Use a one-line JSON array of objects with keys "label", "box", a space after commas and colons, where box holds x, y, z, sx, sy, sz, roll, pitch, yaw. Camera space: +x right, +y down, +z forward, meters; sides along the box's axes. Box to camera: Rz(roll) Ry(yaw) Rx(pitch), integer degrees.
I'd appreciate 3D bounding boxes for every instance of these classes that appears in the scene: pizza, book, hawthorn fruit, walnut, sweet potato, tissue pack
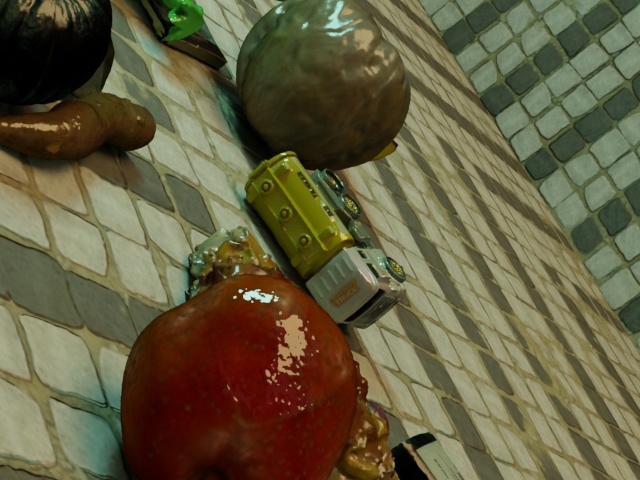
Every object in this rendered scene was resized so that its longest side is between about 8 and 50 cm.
[{"label": "pizza", "box": [-0.033, 0.129, 1.347, 0.278, 0.114, 0.408, 42, 11, -51]}, {"label": "book", "box": [-0.225, -0.349, 1.970, 0.231, 0.026, 0.157, 58, 19, 21]}, {"label": "hawthorn fruit", "box": [-0.068, 0.144, 1.101, 0.196, 0.197, 0.225, 46, 28, -18]}, {"label": "walnut", "box": [-0.002, -0.214, 1.931, 0.248, 0.248, 0.248, 46, 18, -19]}, {"label": "sweet potato", "box": [-0.239, -0.113, 1.391, 0.067, 0.059, 0.281, 44, 15, 6]}, {"label": "tissue pack", "box": [0.119, 0.289, 1.445, 0.170, 0.090, 0.103, 54, 17, 14]}]

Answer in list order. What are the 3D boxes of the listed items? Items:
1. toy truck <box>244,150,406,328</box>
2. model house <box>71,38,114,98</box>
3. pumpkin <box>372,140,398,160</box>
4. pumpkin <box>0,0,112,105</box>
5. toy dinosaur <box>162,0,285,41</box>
[{"label": "toy truck", "box": [0.000, 0.000, 1.721, 0.227, 0.098, 0.114, 55, 21, 19]}, {"label": "model house", "box": [-0.277, -0.241, 1.511, 0.152, 0.106, 0.165, -112, -160, -66]}, {"label": "pumpkin", "box": [-0.007, -0.210, 2.158, 0.278, 0.111, 0.163, 51, 1, 4]}, {"label": "pumpkin", "box": [-0.292, -0.218, 1.332, 0.202, 0.140, 0.202, 26, 43, -27]}, {"label": "toy dinosaur", "box": [-0.220, -0.422, 1.929, 0.374, 0.144, 0.500, 41, 20, 13]}]
